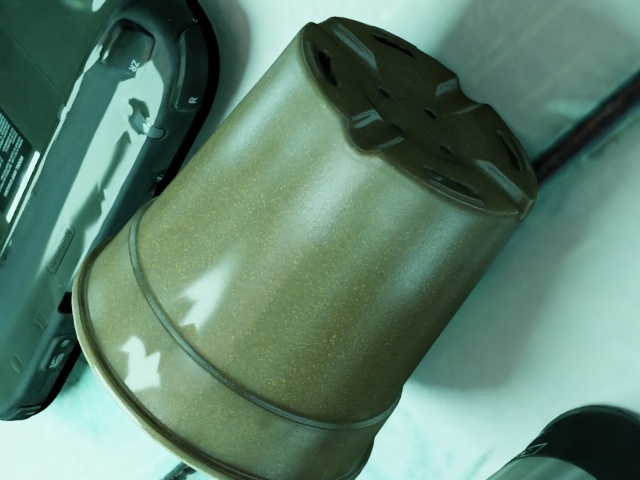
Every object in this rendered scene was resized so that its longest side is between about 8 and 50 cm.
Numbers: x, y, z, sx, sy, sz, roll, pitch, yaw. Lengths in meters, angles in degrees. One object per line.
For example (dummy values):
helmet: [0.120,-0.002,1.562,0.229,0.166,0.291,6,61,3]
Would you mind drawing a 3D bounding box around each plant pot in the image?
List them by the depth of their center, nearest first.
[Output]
plant pot: [0.000,0.000,0.644,0.167,0.167,0.165,46,119,16]

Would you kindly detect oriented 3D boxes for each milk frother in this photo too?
milk frother: [0.112,0.167,0.619,0.143,0.134,0.129,37,125,22]

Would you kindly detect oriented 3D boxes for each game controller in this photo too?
game controller: [-0.165,-0.041,0.821,0.166,0.067,0.319,55,130,28]
